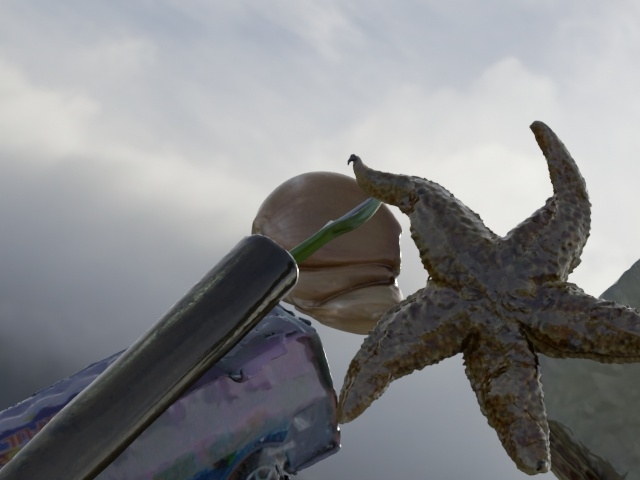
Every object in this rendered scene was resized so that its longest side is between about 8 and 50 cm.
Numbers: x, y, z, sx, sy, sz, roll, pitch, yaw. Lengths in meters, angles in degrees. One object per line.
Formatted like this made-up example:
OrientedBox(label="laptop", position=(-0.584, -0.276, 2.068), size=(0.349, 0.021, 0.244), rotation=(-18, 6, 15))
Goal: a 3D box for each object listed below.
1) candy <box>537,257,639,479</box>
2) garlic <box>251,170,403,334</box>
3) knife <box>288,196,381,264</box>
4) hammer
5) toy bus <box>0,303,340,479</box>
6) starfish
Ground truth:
OrientedBox(label="candy", position=(0.335, 0.112, 1.233), size=(0.179, 0.320, 0.135), rotation=(40, -19, 29))
OrientedBox(label="garlic", position=(0.001, 0.014, 1.777), size=(0.228, 0.217, 0.110), rotation=(14, -26, -26))
OrientedBox(label="knife", position=(0.000, 0.000, 1.385), size=(0.026, 0.184, 0.022), rotation=(45, -13, 48))
OrientedBox(label="hammer", position=(-0.148, 0.122, 0.744), size=(0.168, 0.440, 0.044), rotation=(44, -43, 1))
OrientedBox(label="toy bus", position=(-0.127, 0.143, 0.882), size=(0.112, 0.317, 0.138), rotation=(30, -46, 37))
OrientedBox(label="starfish", position=(0.107, 0.039, 0.846), size=(0.277, 0.236, 0.062), rotation=(32, -13, 26))
